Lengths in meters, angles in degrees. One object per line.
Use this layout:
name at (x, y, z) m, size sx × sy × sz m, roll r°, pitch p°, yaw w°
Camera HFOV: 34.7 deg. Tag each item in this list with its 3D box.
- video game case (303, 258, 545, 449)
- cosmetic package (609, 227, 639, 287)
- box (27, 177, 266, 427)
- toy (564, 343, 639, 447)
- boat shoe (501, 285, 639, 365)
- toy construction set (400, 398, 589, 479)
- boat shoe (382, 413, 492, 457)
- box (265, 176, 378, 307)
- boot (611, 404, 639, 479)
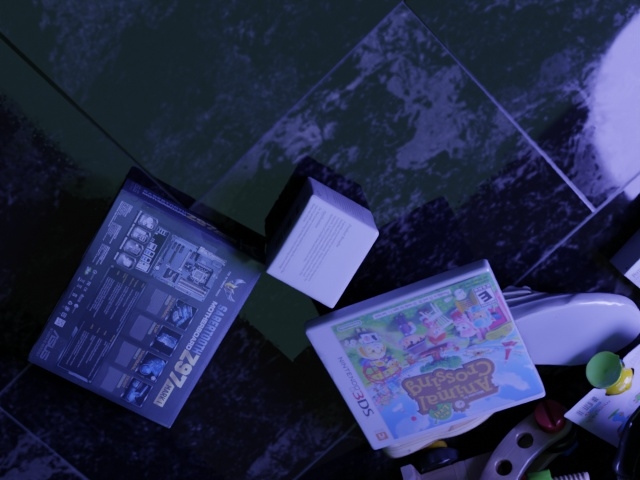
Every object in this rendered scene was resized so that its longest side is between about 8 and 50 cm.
video game case at (0.117, 0.132, 1.132) m, size 0.212 × 0.023 × 0.193 m, roll -21°, pitch 120°, yaw 14°
cosmetic package at (0.452, -0.029, 1.168) m, size 0.099 × 0.060 × 0.239 m, roll 38°, pitch 101°, yaw -16°
box at (-0.195, 0.073, 1.162) m, size 0.183 × 0.059 × 0.232 m, roll 28°, pitch 103°, yaw -11°
toy at (0.375, 0.176, 1.208) m, size 0.137 × 0.056 × 0.237 m, roll -47°, pitch 139°, yaw 12°
boat shoe at (0.227, 0.095, 1.180) m, size 0.268 × 0.088 × 0.096 m, roll -14°, pitch 126°, yaw 7°
toy construction set at (0.193, 0.324, 1.149) m, size 0.237 × 0.309 × 0.257 m, roll -13°, pitch 81°, yaw 12°
boat shoe at (0.140, 0.199, 1.220) m, size 0.170 × 0.063 × 0.059 m, roll -29°, pitch 113°, yaw 6°
box at (0.000, 0.000, 1.129) m, size 0.087 × 0.102 × 0.101 m, roll 29°, pitch 103°, yaw -9°
boot at (0.433, 0.216, 1.119) m, size 0.223 × 0.118 × 0.338 m, roll 29°, pitch 60°, yaw -23°
